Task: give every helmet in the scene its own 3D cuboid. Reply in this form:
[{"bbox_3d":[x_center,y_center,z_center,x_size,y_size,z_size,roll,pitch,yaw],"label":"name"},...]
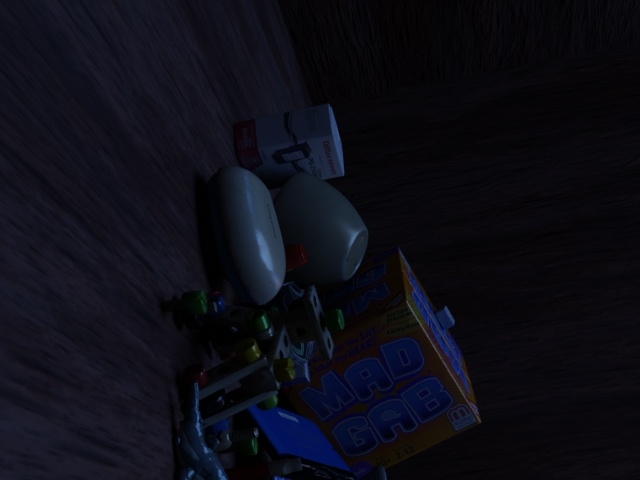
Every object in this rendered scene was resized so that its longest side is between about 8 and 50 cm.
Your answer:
[{"bbox_3d":[-0.075,0.180,1.778,0.161,0.169,0.169,65,4,9],"label":"helmet"}]

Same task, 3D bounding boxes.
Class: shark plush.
[{"bbox_3d":[-0.162,0.279,1.209,0.073,0.067,0.161,64,17,-69],"label":"shark plush"}]

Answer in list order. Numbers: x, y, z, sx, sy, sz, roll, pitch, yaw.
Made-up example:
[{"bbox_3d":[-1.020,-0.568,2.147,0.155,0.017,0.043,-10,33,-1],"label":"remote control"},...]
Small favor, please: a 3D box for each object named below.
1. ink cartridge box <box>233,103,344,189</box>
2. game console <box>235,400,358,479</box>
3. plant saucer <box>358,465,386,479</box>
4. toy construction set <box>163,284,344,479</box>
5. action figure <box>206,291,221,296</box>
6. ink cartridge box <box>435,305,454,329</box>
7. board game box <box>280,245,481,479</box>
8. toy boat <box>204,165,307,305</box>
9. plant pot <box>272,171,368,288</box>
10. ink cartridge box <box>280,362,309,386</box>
[{"bbox_3d":[-0.072,-0.220,2.117,0.172,0.237,0.100,71,11,-57],"label":"ink cartridge box"},{"bbox_3d":[-0.071,0.454,1.635,0.250,0.173,0.293,48,6,35],"label":"game console"},{"bbox_3d":[0.067,0.660,1.784,0.400,0.101,0.400,-174,-90,-89],"label":"plant saucer"},{"bbox_3d":[-0.074,0.208,1.358,0.257,0.237,0.308,-21,101,-84],"label":"toy construction set"},{"bbox_3d":[-0.175,0.147,1.525,0.038,0.030,0.115,72,10,-85],"label":"action figure"},{"bbox_3d":[0.313,0.194,2.201,0.048,0.028,0.083,62,11,4],"label":"ink cartridge box"},{"bbox_3d":[0.130,0.296,2.136,0.356,0.356,0.356,58,12,-16],"label":"board game box"},{"bbox_3d":[-0.137,0.015,1.685,0.318,0.148,0.267,46,29,-67],"label":"toy boat"},{"bbox_3d":[0.000,0.000,2.065,0.284,0.191,0.284,-53,155,-38],"label":"plant pot"},{"bbox_3d":[-0.084,0.217,1.937,0.046,0.097,0.207,68,14,-63],"label":"ink cartridge box"}]
